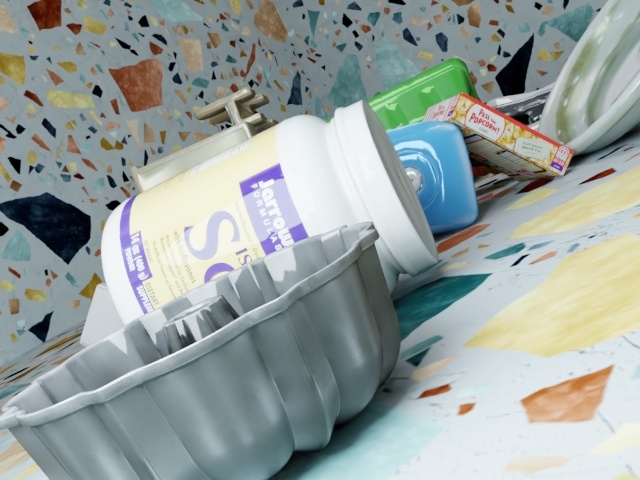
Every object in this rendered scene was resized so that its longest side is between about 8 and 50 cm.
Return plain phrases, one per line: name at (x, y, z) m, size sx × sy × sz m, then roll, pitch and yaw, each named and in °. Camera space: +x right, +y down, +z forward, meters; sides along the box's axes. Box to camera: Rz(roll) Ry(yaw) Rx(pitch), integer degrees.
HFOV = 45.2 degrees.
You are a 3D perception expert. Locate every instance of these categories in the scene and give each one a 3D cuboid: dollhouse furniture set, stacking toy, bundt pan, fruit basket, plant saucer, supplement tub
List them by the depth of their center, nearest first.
bundt pan at (-0.077, 0.109, 0.629) m, size 0.331 × 0.124 × 0.331 m, roll -26°, pitch 7°, yaw 3°
supplement tub at (-0.055, 0.000, 0.899) m, size 0.332 × 0.241 × 0.241 m, roll -25°, pitch 6°, yaw 14°
plant saucer at (0.499, -0.283, 1.214) m, size 0.400 × 0.101 × 0.400 m, roll -59°, pitch 6°, yaw 9°
stacking toy at (0.187, -0.089, 1.241) m, size 0.175 × 0.165 × 0.302 m, roll -13°, pitch -4°, yaw 24°
dollhouse furniture set at (-0.201, -0.121, 1.684) m, size 0.257 × 0.361 × 0.394 m, roll -22°, pitch 0°, yaw 9°
fruit basket at (0.198, -0.219, 1.739) m, size 0.392 × 0.282 × 0.392 m, roll -23°, pitch 24°, yaw 11°

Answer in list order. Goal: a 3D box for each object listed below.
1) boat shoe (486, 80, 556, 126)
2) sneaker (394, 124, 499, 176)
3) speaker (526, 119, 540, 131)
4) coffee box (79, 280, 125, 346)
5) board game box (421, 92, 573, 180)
boat shoe at (0.491, -0.279, 1.696) m, size 0.301 × 0.108 × 0.102 m, roll -6°, pitch 50°, yaw 36°
sneaker at (0.241, -0.178, 1.356) m, size 0.263 × 0.120 × 0.099 m, roll -7°, pitch -24°, yaw 12°
speaker at (0.438, -0.210, 1.507) m, size 0.136 × 0.055 × 0.055 m, roll -26°, pitch 6°, yaw 6°
coffee box at (-0.234, 0.101, 1.158) m, size 0.246 × 0.141 × 0.098 m, roll -49°, pitch -20°, yaw -75°
board game box at (0.264, -0.153, 1.180) m, size 0.045 × 0.194 × 0.147 m, roll -66°, pitch 12°, yaw -4°
